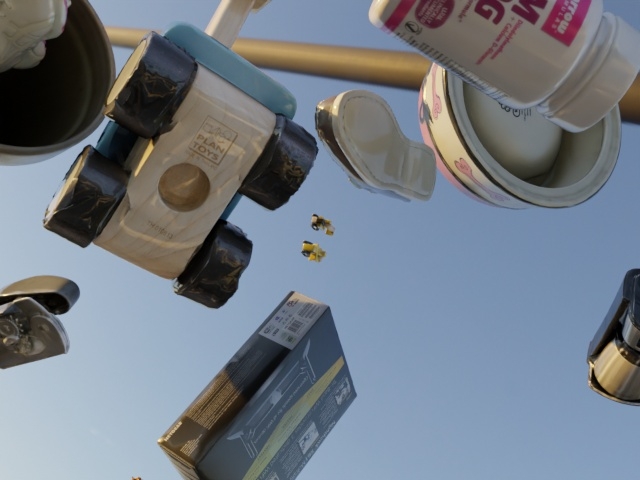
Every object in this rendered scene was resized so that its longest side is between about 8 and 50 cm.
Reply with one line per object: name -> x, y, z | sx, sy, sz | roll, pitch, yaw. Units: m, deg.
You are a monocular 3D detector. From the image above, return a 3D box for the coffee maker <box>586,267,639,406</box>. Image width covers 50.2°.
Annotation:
coffee maker -> 0.466, 0.126, 1.010 | 0.120, 0.171, 0.178 | -1, -44, -4

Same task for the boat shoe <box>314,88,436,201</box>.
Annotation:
boat shoe -> 0.069, -0.126, 0.974 | 0.096, 0.117, 0.324 | 8, -5, 30

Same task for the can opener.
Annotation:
can opener -> -0.385, 0.107, 0.768 | 0.283, 0.095, 0.076 | -15, -62, 25

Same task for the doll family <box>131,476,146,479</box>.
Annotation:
doll family -> -0.227, 0.346, 0.729 | 0.118, 0.163, 0.263 | 39, -63, -14

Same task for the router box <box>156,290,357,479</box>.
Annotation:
router box -> -0.078, 0.269, 1.052 | 0.081, 0.309, 0.243 | 20, -37, 34

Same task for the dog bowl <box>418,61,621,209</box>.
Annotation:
dog bowl -> 0.364, -0.241, 1.294 | 0.408, 0.408, 0.150 | 45, -26, -10

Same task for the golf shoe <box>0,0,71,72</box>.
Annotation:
golf shoe -> -0.420, -0.291, 0.889 | 0.306, 0.140, 0.115 | -24, -83, 55

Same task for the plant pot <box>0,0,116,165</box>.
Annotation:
plant pot -> -0.514, -0.231, 0.998 | 0.280, 0.323, 0.323 | -20, -65, 41

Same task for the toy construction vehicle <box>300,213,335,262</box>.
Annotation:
toy construction vehicle -> 0.000, 0.000, 1.273 | 0.035, 0.086, 0.098 | 5, -17, 18

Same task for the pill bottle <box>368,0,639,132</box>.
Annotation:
pill bottle -> 0.213, -0.251, 0.784 | 0.283, 0.160, 0.160 | 28, -37, -10

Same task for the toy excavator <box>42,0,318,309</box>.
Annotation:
toy excavator -> -0.160, -0.195, 0.906 | 0.222, 0.433, 0.445 | 29, 12, -26
